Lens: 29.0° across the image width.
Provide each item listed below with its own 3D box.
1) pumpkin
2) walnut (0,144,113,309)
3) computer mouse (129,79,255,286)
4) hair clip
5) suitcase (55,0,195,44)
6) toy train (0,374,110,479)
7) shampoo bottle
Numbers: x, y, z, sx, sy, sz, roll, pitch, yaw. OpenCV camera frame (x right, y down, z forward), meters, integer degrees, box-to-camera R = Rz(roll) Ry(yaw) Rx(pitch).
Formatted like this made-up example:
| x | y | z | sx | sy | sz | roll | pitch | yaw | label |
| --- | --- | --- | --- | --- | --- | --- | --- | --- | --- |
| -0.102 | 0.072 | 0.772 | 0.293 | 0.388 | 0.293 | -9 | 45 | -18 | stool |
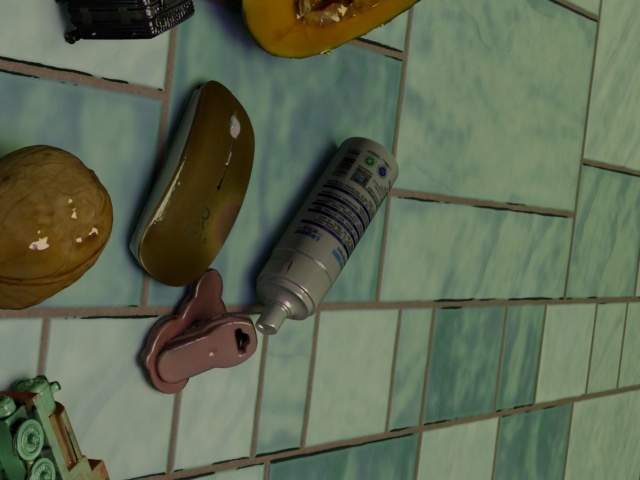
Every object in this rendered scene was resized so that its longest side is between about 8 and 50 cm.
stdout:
| x | y | z | sx | sy | sz | roll | pitch | yaw | label |
| --- | --- | --- | --- | --- | --- | --- | --- | --- | --- |
| -0.023 | -0.325 | 1.513 | 0.169 | 0.148 | 0.312 | -47 | 148 | 21 | pumpkin |
| -0.274 | -0.012 | 1.170 | 0.180 | 0.144 | 0.144 | -50 | 135 | -43 | walnut |
| -0.139 | -0.066 | 1.427 | 0.126 | 0.056 | 0.245 | 46 | 58 | -50 | computer mouse |
| -0.154 | 0.114 | 1.464 | 0.138 | 0.102 | 0.123 | -24 | 119 | -15 | hair clip |
| -0.193 | -0.237 | 1.244 | 0.086 | 0.126 | 0.059 | -41 | 128 | -44 | suitcase |
| -0.284 | 0.220 | 1.264 | 0.118 | 0.074 | 0.176 | -47 | 129 | -54 | toy train |
| 0.000 | 0.000 | 1.610 | 0.303 | 0.092 | 0.092 | -59 | 140 | -30 | shampoo bottle |
